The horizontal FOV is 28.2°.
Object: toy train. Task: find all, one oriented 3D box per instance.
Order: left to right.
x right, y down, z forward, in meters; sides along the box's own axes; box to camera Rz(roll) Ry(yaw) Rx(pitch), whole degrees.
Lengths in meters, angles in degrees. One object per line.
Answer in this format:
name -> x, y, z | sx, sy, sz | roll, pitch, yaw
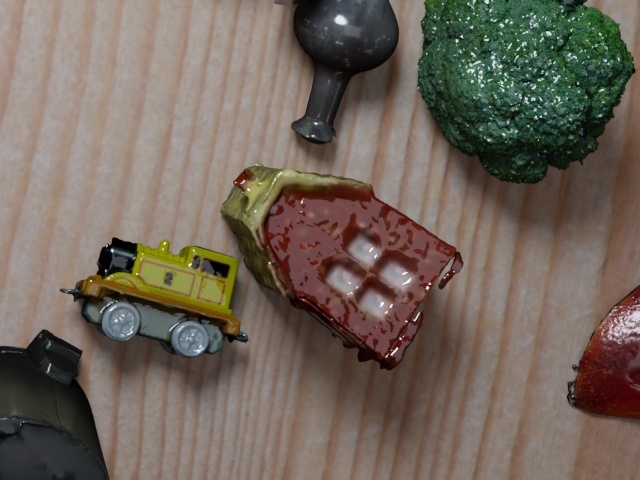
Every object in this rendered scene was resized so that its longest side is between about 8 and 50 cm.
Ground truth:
toy train -> -0.177, 0.060, 1.421 | 0.219, 0.089, 0.127 | 16, 83, -16

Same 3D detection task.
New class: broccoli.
broccoli -> 0.244, -0.205, 1.437 | 0.270, 0.270, 0.269 | -25, 105, -41

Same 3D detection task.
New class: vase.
vase -> 0.017, -0.197, 1.429 | 0.120, 0.120, 0.182 | 11, 108, -16

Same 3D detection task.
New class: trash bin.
trash bin -> -0.317, 0.233, 1.291 | 0.203, 0.301, 0.252 | 34, 88, -17

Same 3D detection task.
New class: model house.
model house -> 0.000, 0.000, 1.404 | 0.254, 0.196, 0.160 | 39, 86, -15

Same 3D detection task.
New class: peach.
peach -> 0.442, 0.143, 1.609 | 0.279, 0.068, 0.189 | -30, 102, -9

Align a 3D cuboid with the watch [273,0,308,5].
watch -> -0.077, -0.388, 1.338 | 0.231, 0.196, 0.244 | 17, 99, -11
